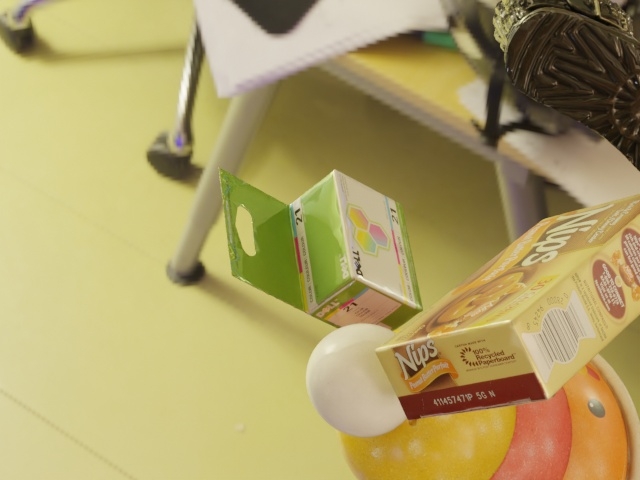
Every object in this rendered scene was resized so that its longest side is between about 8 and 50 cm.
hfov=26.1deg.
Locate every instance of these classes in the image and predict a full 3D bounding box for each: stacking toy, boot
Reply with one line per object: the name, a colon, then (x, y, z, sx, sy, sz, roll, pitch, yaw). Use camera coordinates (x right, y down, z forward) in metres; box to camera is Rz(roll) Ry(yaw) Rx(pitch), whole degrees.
stacking toy: (0.136, 0.209, 1.553, 0.351, 0.480, 0.350, -11, 66, 26)
boot: (0.356, -0.179, 1.586, 0.348, 0.131, 0.260, 34, 16, -4)

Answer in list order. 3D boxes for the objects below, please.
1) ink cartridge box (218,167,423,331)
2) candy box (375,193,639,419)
ink cartridge box: (0.000, 0.000, 1.781, 0.255, 0.097, 0.188, 27, 40, -37)
candy box: (0.224, 0.058, 1.371, 0.316, 0.183, 0.087, -32, 101, -41)
